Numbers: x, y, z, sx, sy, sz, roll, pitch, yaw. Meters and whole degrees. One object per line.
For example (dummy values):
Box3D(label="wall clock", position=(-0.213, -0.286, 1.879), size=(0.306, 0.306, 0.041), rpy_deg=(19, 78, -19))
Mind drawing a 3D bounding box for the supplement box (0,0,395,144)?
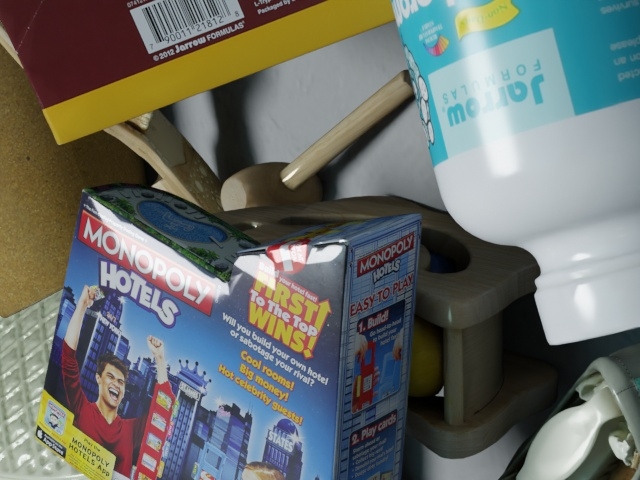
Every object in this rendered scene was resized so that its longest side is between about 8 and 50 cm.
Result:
Box3D(label="supplement box", position=(-0.067, -0.180, 0.816), size=(0.191, 0.129, 0.194), rpy_deg=(-19, 106, 15))

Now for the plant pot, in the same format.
Box3D(label="plant pot", position=(-0.221, -0.087, 1.165), size=(0.237, 0.237, 0.254), rpy_deg=(-24, 96, 57))

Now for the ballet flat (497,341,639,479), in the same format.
Box3D(label="ballet flat", position=(0.112, 0.118, 0.826), size=(0.072, 0.068, 0.213), rpy_deg=(60, 144, 26))

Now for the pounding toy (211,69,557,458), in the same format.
Box3D(label="pounding toy", position=(0.000, 0.000, 0.881), size=(0.269, 0.154, 0.155), rpy_deg=(20, 117, 53))

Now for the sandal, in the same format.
Box3D(label="sandal", position=(-0.107, -0.100, 1.035), size=(0.240, 0.079, 0.088), rpy_deg=(49, -162, -25))

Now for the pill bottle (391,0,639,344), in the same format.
Box3D(label="pill bottle", position=(0.103, -0.096, 0.696), size=(0.146, 0.146, 0.264), rpy_deg=(-21, 83, 57))

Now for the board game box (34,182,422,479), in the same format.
Box3D(label="board game box", position=(-0.033, 0.054, 0.802), size=(0.194, 0.060, 0.194), rpy_deg=(31, 120, 27))

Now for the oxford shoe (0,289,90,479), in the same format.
Box3D(label="oxford shoe", position=(-0.235, 0.120, 1.327), size=(0.449, 0.169, 0.130), rpy_deg=(3, 147, 49))
